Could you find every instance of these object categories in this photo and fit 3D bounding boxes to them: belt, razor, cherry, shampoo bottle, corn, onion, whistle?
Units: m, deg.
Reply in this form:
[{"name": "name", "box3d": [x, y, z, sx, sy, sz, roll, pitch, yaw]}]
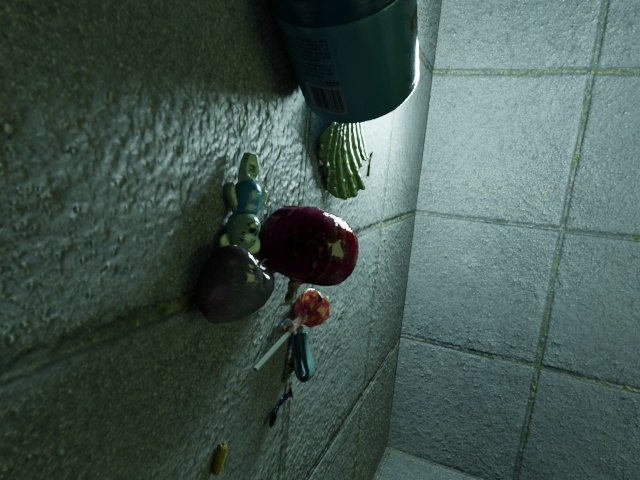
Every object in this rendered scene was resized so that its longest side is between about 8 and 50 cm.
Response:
[{"name": "belt", "box3d": [-0.077, 0.371, 1.388, 0.065, 0.100, 0.179, 4, 80, -67]}, {"name": "razor", "box3d": [-0.131, 0.536, 1.354, 0.154, 0.028, 0.044, -47, 133, -55]}, {"name": "cherry", "box3d": [-0.184, 0.095, 0.910, 0.176, 0.140, 0.176, -28, 143, -23]}, {"name": "shampoo bottle", "box3d": [0.070, -0.518, 1.040, 0.342, 0.332, 0.330, 67, 38, -55]}, {"name": "corn", "box3d": [-0.253, 0.545, 1.062, 0.027, 0.028, 0.083, 22, 82, -51]}, {"name": "onion", "box3d": [-0.026, 0.019, 1.139, 0.230, 0.257, 0.272, 61, 18, -79]}, {"name": "whistle", "box3d": [-0.168, -0.082, 0.965, 0.114, 0.077, 0.235, 8, 88, -44]}]

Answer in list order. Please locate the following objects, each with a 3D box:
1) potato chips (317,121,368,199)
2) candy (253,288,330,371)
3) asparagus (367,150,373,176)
[{"name": "potato chips", "box3d": [0.101, -0.354, 1.491, 0.389, 0.097, 0.372, 67, 36, -54]}, {"name": "candy", "box3d": [-0.085, 0.271, 1.279, 0.365, 0.124, 0.124, -42, 136, -48]}, {"name": "asparagus", "box3d": [0.222, -0.342, 1.897, 0.014, 0.015, 0.114, -18, 116, -64]}]
